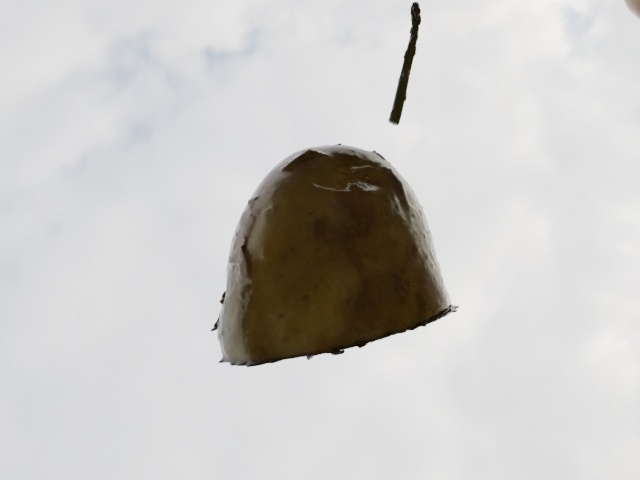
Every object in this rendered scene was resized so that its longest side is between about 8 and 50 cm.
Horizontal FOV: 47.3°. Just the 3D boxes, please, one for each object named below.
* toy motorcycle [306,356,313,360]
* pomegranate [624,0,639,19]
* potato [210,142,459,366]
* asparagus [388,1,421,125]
[{"bbox_3d":[0.022,0.089,1.406,0.213,0.358,0.125,-7,-54,9],"label":"toy motorcycle"},{"bbox_3d":[0.569,-0.416,1.050,0.265,0.264,0.264,2,-96,-18],"label":"pomegranate"},{"bbox_3d":[0.000,0.000,0.920,0.289,0.301,0.237,-19,-82,-64],"label":"potato"},{"bbox_3d":[0.160,-0.331,1.356,0.025,0.024,0.248,15,-100,-21],"label":"asparagus"}]
